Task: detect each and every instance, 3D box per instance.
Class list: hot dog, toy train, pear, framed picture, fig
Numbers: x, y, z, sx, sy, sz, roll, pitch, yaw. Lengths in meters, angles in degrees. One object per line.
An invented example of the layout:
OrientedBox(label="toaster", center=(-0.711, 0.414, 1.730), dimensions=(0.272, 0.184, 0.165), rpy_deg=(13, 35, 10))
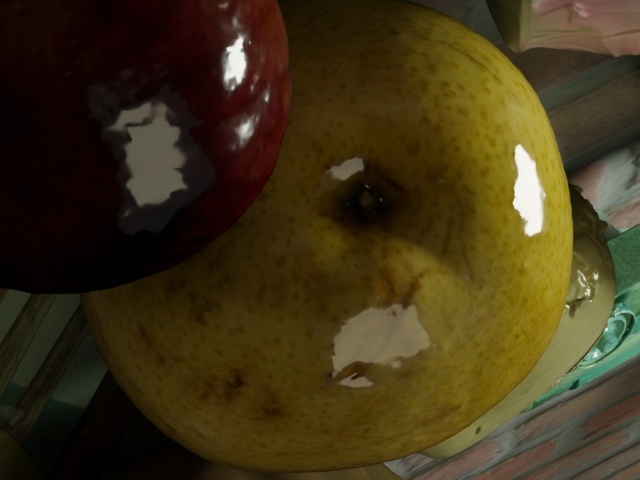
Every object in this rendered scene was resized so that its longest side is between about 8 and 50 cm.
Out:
OrientedBox(label="hot dog", center=(-0.181, 0.138, 1.181), dimensions=(0.259, 0.114, 0.175), rpy_deg=(-46, 152, 3))
OrientedBox(label="toy train", center=(0.279, 0.055, 1.340), dimensions=(0.298, 0.120, 0.194), rpy_deg=(-26, 146, -18))
OrientedBox(label="pear", center=(0.000, 0.000, 0.888), dimensions=(0.314, 0.314, 0.314), rpy_deg=(-23, 155, -12))
OrientedBox(label="framed picture", center=(-0.190, 0.057, 0.944), dimensions=(0.324, 0.013, 0.244), rpy_deg=(-60, 155, -5))
OrientedBox(label="fig", center=(-0.128, -0.087, 0.698), dimensions=(0.235, 0.235, 0.214), rpy_deg=(-31, -168, 5))

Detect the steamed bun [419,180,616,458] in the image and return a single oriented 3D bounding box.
OrientedBox(label="steamed bun", center=(0.122, 0.053, 1.150), dimensions=(0.232, 0.166, 0.273), rpy_deg=(-33, -160, 0))

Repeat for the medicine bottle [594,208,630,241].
OrientedBox(label="medicine bottle", center=(0.227, 0.027, 1.431), dimensions=(0.229, 0.083, 0.121), rpy_deg=(-7, 140, -40))

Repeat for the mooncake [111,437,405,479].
OrientedBox(label="mooncake", center=(-0.081, 0.245, 1.072), dimensions=(0.324, 0.187, 0.324), rpy_deg=(-34, 169, -7))

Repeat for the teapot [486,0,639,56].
OrientedBox(label="teapot", center=(0.173, -0.185, 0.854), dimensions=(0.178, 0.163, 0.221), rpy_deg=(-15, 180, -3))
